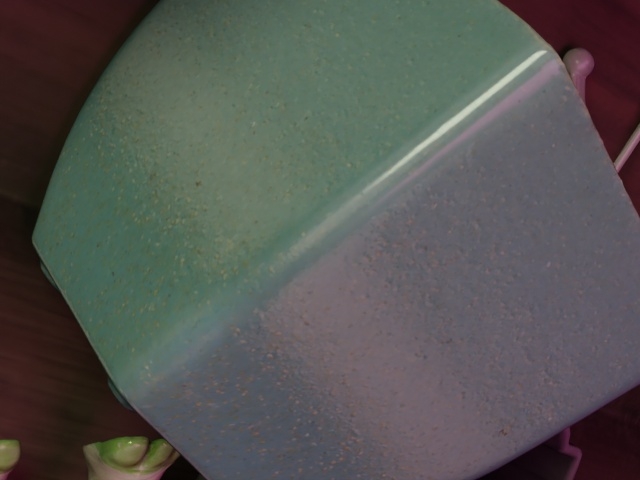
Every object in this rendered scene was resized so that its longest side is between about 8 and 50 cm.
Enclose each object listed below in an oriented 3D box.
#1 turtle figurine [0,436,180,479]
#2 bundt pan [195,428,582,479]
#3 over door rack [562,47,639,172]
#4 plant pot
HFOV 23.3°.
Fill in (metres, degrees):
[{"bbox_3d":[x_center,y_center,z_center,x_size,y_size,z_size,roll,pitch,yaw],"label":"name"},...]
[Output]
[{"bbox_3d":[-0.131,0.233,0.788,0.274,0.198,0.266,36,49,-72],"label":"turtle figurine"},{"bbox_3d":[0.015,0.209,1.000,0.331,0.124,0.331,-29,137,-32],"label":"bundt pan"},{"bbox_3d":[0.292,-0.100,1.081,0.239,0.108,0.324,17,122,-44],"label":"over door rack"},{"bbox_3d":[0.000,0.000,0.818,0.252,0.248,0.247,-38,134,-2],"label":"plant pot"}]
